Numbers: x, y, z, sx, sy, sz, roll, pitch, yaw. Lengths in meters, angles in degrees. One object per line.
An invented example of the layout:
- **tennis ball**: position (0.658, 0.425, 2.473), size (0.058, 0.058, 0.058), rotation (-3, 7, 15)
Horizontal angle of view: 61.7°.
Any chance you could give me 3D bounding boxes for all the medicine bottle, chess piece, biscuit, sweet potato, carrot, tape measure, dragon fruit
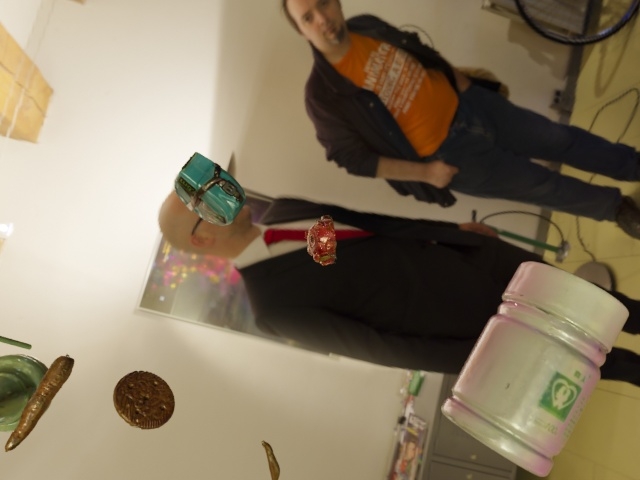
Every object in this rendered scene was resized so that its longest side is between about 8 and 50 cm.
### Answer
- **medicine bottle**: position (0.385, 0.228, 0.976), size (0.326, 0.212, 0.212), rotation (-60, 6, -6)
- **chess piece**: position (-0.770, 0.384, 1.239), size (0.299, 0.194, 0.195), rotation (-174, 99, -86)
- **biscuit**: position (-0.509, 0.460, 1.558), size (0.027, 0.187, 0.188), rotation (-49, 20, 28)
- **sweet potato**: position (-0.107, 0.489, 1.187), size (0.026, 0.026, 0.115), rotation (-124, 19, -80)
- **carrot**: position (-0.447, 0.257, 0.853), size (0.165, 0.035, 0.036), rotation (-65, 3, -28)
- **tape measure**: position (-0.197, -0.084, 0.953), size (0.081, 0.125, 0.146), rotation (-59, 14, -23)
- **dragon fruit**: position (0.000, -0.001, 1.201), size (0.126, 0.067, 0.112), rotation (-99, 6, -54)

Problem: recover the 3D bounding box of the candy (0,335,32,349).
- **candy**: position (-0.581, 0.146, 0.884), size (0.084, 0.078, 0.288), rotation (62, 180, 24)
